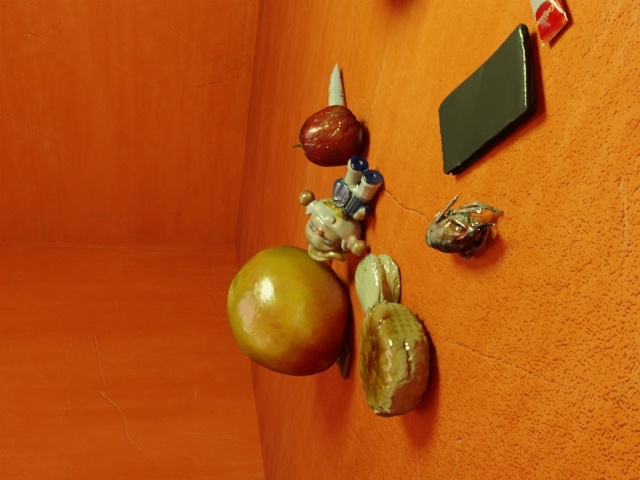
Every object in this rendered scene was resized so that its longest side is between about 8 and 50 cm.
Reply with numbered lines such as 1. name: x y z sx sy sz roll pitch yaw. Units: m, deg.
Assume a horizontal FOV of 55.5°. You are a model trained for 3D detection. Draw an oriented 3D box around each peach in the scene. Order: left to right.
1. peach: -0.073 0.178 1.493 0.332 0.307 0.308 55 149 27

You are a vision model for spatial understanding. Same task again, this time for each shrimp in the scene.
1. shrimp: 0.203 -0.016 0.875 0.073 0.075 0.190 -59 4 -9

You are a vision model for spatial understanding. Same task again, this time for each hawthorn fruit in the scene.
1. hawthorn fruit: 0.017 -0.235 1.407 0.148 0.172 0.148 158 90 -83

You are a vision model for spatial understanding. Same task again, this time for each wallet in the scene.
1. wallet: 0.229 -0.187 0.857 0.244 0.025 0.124 134 135 -72

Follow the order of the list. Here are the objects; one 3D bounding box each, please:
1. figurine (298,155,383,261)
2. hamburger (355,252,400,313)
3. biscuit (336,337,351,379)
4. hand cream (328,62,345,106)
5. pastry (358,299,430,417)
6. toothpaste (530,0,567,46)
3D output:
1. figurine: 0.044 -0.075 1.375 0.194 0.133 0.274 26 127 27
2. hamburger: 0.113 0.091 1.226 0.140 0.062 0.133 144 124 -70
3. biscuit: 0.057 0.292 1.517 0.081 0.018 0.083 -115 30 -61
4. hand cream: 0.040 -0.374 1.576 0.065 0.043 0.171 115 155 -58
5. pastry: 0.130 0.213 1.084 0.192 0.093 0.182 -107 26 -54
6. toothpaste: 0.261 -0.329 0.738 0.048 0.031 0.190 130 136 -63
